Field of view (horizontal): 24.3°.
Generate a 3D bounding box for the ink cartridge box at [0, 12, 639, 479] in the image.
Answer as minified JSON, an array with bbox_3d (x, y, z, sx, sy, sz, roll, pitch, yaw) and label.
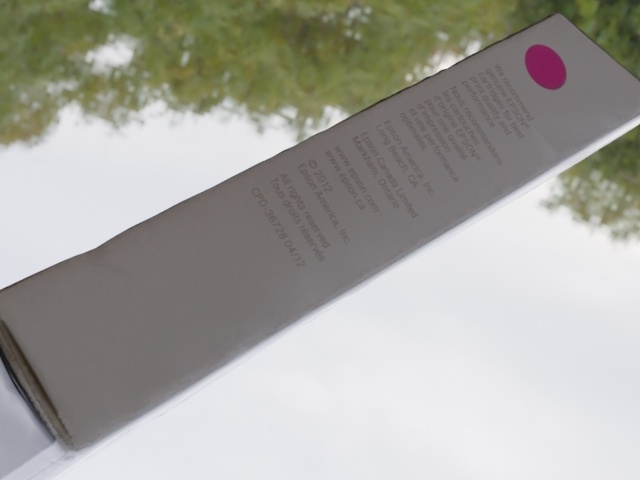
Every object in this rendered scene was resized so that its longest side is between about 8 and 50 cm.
[{"bbox_3d":[0.000,0.000,0.611,0.371,0.176,0.069,-27,-95,-37],"label":"ink cartridge box"}]
